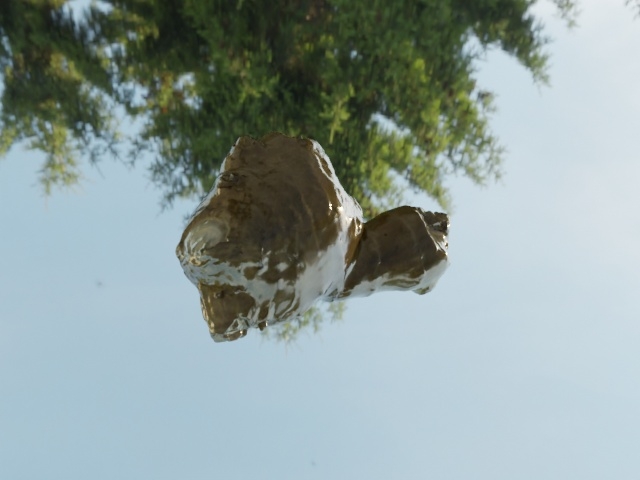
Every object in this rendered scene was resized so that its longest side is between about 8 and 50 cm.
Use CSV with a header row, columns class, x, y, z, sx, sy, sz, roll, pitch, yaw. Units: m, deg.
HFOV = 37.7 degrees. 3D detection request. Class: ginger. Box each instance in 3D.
class,x,y,z,sx,sy,sz,roll,pitch,yaw
ginger,-0.002,-0.009,0.474,0.165,0.067,0.096,-10,-86,-39
